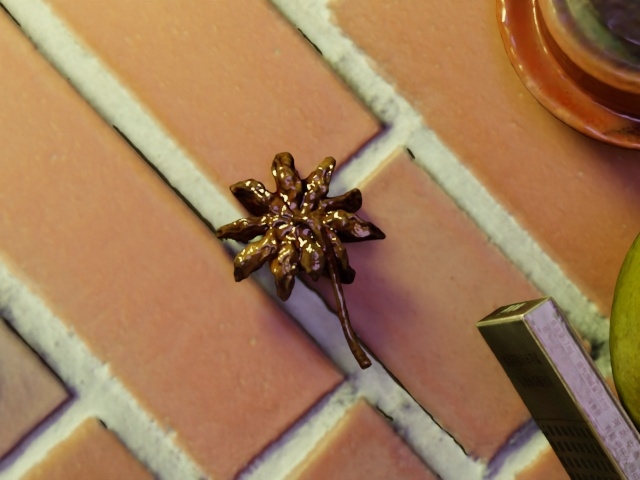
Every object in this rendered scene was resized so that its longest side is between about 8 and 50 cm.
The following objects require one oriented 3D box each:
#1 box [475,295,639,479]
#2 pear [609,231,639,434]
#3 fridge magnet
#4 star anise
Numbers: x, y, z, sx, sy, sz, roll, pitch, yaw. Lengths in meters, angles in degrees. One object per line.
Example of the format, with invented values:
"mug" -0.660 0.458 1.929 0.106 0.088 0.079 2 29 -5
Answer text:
"box" 0.286 0.210 1.626 0.047 0.180 0.325 -33 90 -12
"pear" 0.460 0.078 1.573 0.351 0.413 0.352 0 71 1
"fridge magnet" 0.373 -0.274 1.691 0.363 0.155 0.364 -2 79 8
"star anise" 0.002 0.002 1.644 0.234 0.073 0.177 36 72 1
